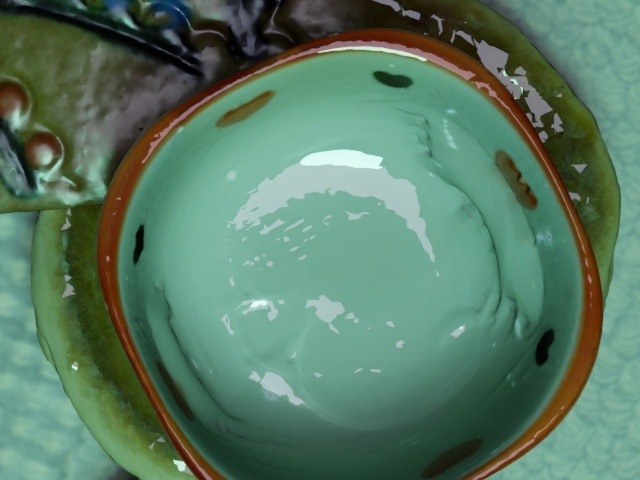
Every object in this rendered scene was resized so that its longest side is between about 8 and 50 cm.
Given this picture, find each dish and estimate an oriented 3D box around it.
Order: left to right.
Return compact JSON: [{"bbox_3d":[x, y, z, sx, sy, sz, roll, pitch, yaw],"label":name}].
[{"bbox_3d":[0.012,0.023,0.836,0.256,0.117,0.256,0,86,-4],"label":"dish"}]

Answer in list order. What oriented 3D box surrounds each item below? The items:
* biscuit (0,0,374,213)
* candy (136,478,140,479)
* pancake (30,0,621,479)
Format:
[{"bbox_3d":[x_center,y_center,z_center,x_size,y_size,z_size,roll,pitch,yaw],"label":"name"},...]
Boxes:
[{"bbox_3d":[-0.125,-0.128,0.876,0.278,0.043,0.301,36,91,-2],"label":"biscuit"},{"bbox_3d":[-0.058,0.151,0.971,0.096,0.097,0.209,39,86,-15],"label":"candy"},{"bbox_3d":[0.000,0.000,0.926,0.356,0.065,0.356,0,85,-2],"label":"pancake"}]
